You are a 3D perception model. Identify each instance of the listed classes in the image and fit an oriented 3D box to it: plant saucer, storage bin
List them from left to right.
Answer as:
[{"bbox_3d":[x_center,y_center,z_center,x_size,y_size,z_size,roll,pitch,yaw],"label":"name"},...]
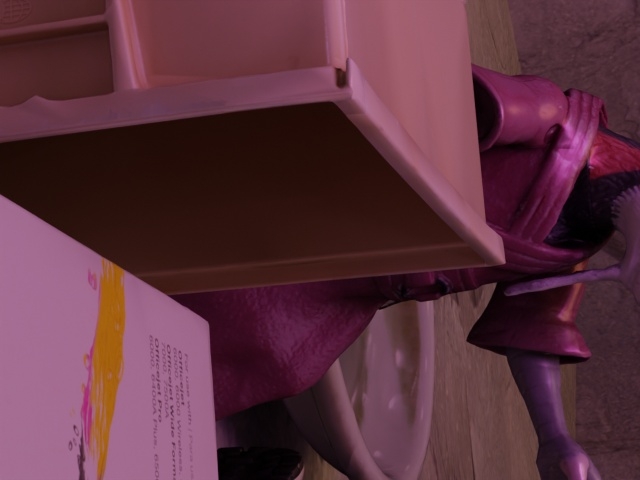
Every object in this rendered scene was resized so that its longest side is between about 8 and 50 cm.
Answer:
[{"bbox_3d":[-0.085,-0.059,0.599,0.262,0.260,0.123,33,52,-71],"label":"storage bin"},{"bbox_3d":[0.000,0.000,1.223,0.400,0.100,0.401,-6,90,-76],"label":"plant saucer"}]

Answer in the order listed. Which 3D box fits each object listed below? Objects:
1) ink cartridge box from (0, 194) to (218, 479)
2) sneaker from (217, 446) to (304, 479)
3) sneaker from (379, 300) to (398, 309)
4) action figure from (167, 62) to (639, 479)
[{"bbox_3d":[-0.145,0.088,0.483,0.232,0.171,0.168,41,45,-68],"label":"ink cartridge box"},{"bbox_3d":[-0.061,0.206,0.901,0.283,0.107,0.124,-24,113,-75],"label":"sneaker"},{"bbox_3d":[0.060,-0.051,1.142,0.118,0.107,0.279,57,21,-21],"label":"sneaker"},{"bbox_3d":[0.047,-0.012,0.872,0.276,0.370,0.248,-86,165,-48],"label":"action figure"}]
